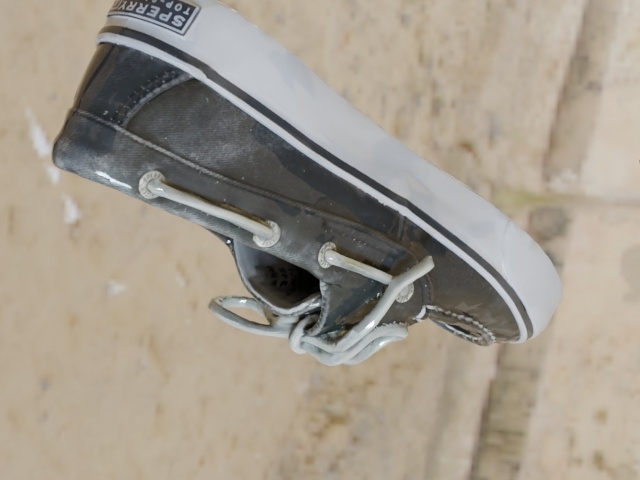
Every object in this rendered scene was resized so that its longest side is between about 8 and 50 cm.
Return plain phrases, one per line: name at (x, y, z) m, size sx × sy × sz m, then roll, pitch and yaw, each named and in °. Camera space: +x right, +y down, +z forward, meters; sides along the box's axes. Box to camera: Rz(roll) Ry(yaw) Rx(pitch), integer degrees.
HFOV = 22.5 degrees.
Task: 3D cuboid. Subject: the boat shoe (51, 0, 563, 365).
boat shoe at (0.003, 0.001, 0.736) m, size 0.306 × 0.113 × 0.105 m, roll 36°, pitch 77°, yaw -49°
